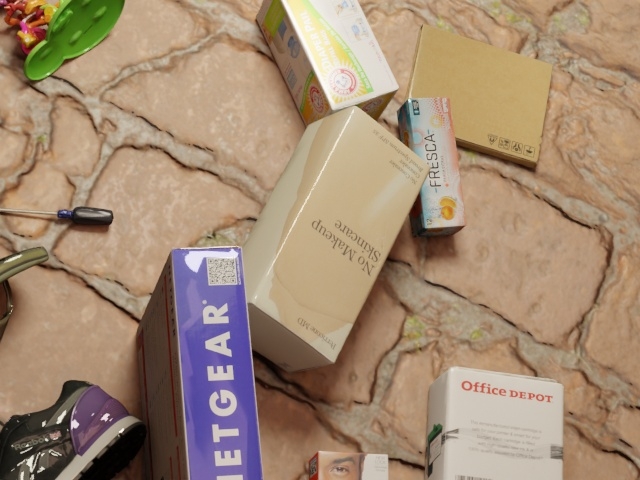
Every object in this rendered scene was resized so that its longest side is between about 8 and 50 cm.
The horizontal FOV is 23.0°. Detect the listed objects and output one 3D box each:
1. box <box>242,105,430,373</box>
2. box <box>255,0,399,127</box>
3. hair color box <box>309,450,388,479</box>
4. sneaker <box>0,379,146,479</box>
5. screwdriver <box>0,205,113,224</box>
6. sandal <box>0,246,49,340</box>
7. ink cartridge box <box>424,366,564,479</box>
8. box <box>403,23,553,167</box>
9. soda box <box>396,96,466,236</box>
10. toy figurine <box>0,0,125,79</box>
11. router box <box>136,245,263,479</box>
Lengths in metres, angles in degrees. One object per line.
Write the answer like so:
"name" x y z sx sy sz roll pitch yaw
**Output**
"box" 0.000 0.000 1.994 0.148 0.121 0.311 36 63 -22
"box" 0.008 -0.253 2.117 0.103 0.114 0.203 -20 77 -21
"hair color box" 0.035 0.347 1.927 0.093 0.053 0.167 4 67 -13
"sneaker" -0.347 0.276 1.838 0.124 0.107 0.283 39 58 20
"screwdriver" -0.347 -0.033 1.987 0.170 0.024 0.025 1 41 -13
"sandal" -0.435 0.118 1.867 0.086 0.120 0.303 48 71 -13
"ink cartridge box" 0.218 0.283 1.978 0.160 0.092 0.219 10 67 -12
"box" 0.222 -0.204 2.206 0.201 0.021 0.164 16 66 -8
"soda box" 0.149 -0.098 2.113 0.063 0.058 0.183 -3 78 -15
"toy figurine" -0.371 -0.322 2.062 0.173 0.130 0.159 -46 71 -1
"router box" -0.142 0.213 1.794 0.082 0.301 0.335 -1 70 -15
